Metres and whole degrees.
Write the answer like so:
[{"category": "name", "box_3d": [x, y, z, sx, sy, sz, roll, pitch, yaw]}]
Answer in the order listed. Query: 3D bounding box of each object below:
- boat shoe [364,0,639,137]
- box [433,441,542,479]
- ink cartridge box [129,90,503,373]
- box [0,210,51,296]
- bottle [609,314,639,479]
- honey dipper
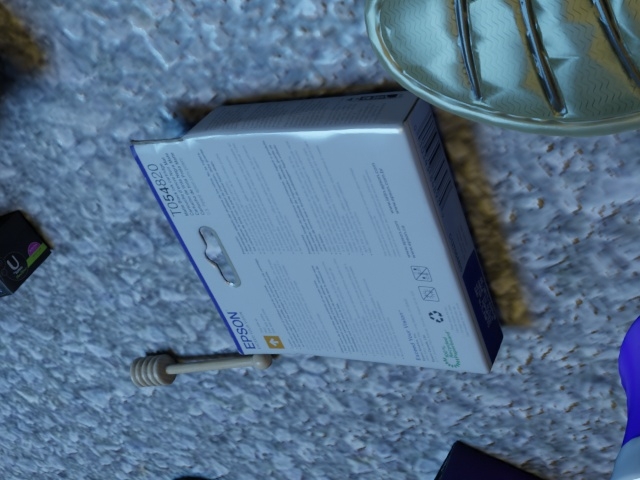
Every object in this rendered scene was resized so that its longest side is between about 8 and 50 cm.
[{"category": "boat shoe", "box_3d": [0.168, -0.124, 0.422, 0.302, 0.103, 0.113, -2, 124, 32]}, {"category": "box", "box_3d": [0.194, 0.312, 0.782, 0.261, 0.184, 0.103, 23, 139, 8]}, {"category": "ink cartridge box", "box_3d": [0.000, 0.000, 0.687, 0.224, 0.045, 0.223, 1, 131, 31]}, {"category": "box", "box_3d": [-0.302, 0.017, 0.864, 0.083, 0.062, 0.052, -13, 122, 38]}, {"category": "bottle", "box_3d": [0.194, 0.011, 0.405, 0.092, 0.283, 0.118, 8, 134, 32]}, {"category": "honey dipper", "box_3d": [-0.111, 0.116, 0.882, 0.160, 0.030, 0.030, -12, 124, 34]}]
